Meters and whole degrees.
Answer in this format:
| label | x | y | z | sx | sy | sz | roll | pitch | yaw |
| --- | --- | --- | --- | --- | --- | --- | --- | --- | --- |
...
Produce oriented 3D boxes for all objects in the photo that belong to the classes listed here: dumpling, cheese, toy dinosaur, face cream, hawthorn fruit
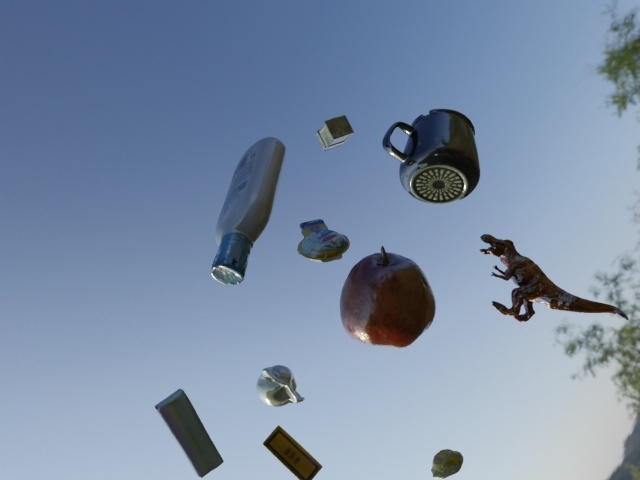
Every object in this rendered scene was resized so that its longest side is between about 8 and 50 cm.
| label | x | y | z | sx | sy | sz | roll | pitch | yaw |
| --- | --- | --- | --- | --- | --- | --- | --- | --- | --- |
| dumpling | -0.115 | 0.445 | 1.660 | 0.124 | 0.152 | 0.229 | -60 | -9 | -19 |
| cheese | 0.000 | 0.000 | 1.840 | 0.177 | 0.270 | 0.069 | -13 | -59 | -11 |
| toy dinosaur | 0.610 | 0.155 | 1.570 | 0.097 | 0.432 | 0.208 | -20 | -37 | -59 |
| face cream | -0.147 | -0.060 | 1.094 | 0.080 | 0.163 | 0.336 | 30 | -137 | -22 |
| hawthorn fruit | 0.186 | 0.145 | 1.542 | 0.277 | 0.277 | 0.297 | -30 | -56 | -44 |

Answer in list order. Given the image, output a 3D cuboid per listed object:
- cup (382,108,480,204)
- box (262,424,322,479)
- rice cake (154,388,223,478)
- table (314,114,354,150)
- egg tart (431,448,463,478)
| label | x | y | z | sx | sy | sz | roll | pitch | yaw |
| --- | --- | --- | --- | --- | --- | --- | --- | --- | --- |
| cup | 0.239 | -0.194 | 1.192 | 0.169 | 0.223 | 0.176 | -44 | 26 | 52 |
| box | -0.096 | 0.726 | 1.866 | 0.084 | 0.193 | 0.301 | -48 | -12 | -18 |
| rice cake | -0.328 | 0.488 | 1.387 | 0.080 | 0.042 | 0.221 | -32 | -86 | -39 |
| table | 0.039 | -0.317 | 1.629 | 0.079 | 0.062 | 0.083 | -23 | -7 | -29 |
| egg tart | 0.336 | 0.594 | 1.481 | 0.105 | 0.105 | 0.039 | -33 | -83 | -42 |
